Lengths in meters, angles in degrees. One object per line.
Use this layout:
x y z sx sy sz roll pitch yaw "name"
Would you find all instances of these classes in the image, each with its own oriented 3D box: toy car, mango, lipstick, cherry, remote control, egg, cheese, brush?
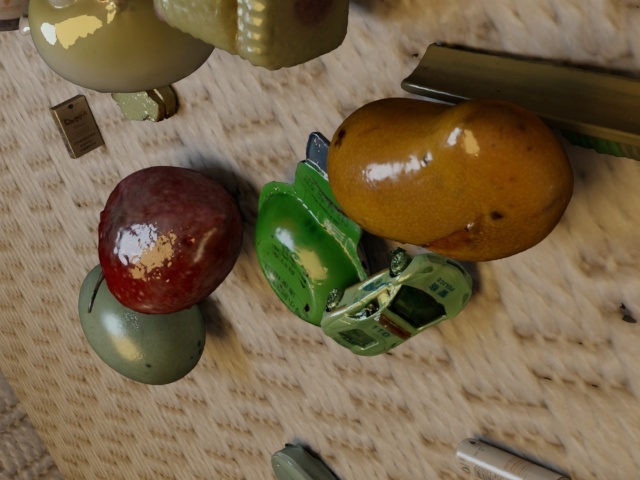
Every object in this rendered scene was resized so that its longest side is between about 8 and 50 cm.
0.074 0.070 1.056 0.093 0.058 0.186 36 138 -21 "toy car"
0.100 -0.047 0.844 0.177 0.120 0.295 25 178 -17 "mango"
0.207 0.254 1.124 0.141 0.040 0.040 13 130 50 "lipstick"
-0.188 -0.003 1.322 0.175 0.192 0.250 27 151 -28 "cherry"
0.019 0.405 1.544 0.247 0.052 0.104 44 150 20 "remote control"
-0.276 0.121 1.582 0.236 0.169 0.169 42 148 35 "egg"
0.000 0.000 1.136 0.204 0.083 0.320 49 152 18 "cheese"
0.177 -0.108 0.799 0.282 0.054 0.048 24 162 46 "brush"

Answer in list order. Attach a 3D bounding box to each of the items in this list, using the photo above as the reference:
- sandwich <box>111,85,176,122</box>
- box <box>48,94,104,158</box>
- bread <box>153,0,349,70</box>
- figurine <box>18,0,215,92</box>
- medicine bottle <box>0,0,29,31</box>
-0.229 -0.187 1.342 0.105 0.036 0.093 41 147 23 "sandwich"
-0.365 -0.170 1.545 0.024 0.053 0.083 13 129 51 "box"
-0.058 -0.318 0.835 0.187 0.155 0.338 28 139 28 "bread"
-0.215 -0.355 1.040 0.274 0.227 0.394 -113 17 -52 "figurine"
-0.402 -0.406 1.255 0.165 0.165 0.273 43 146 23 "medicine bottle"
